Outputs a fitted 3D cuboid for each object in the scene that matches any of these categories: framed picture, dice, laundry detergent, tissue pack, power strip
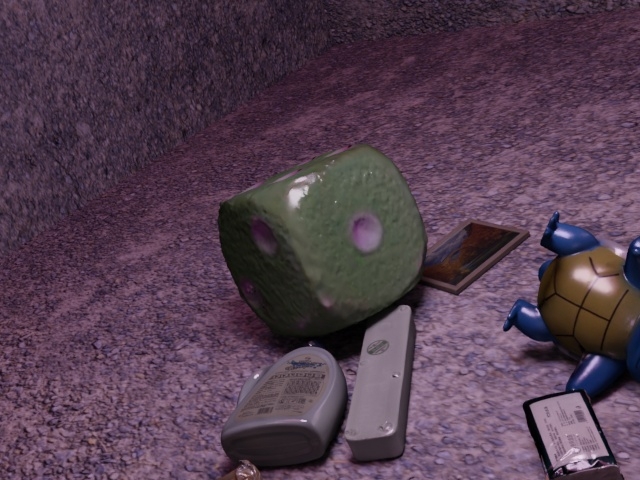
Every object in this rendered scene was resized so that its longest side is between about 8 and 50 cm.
[{"bbox_3d":[0.318,0.030,1.779,0.250,0.016,0.184,-34,29,-27],"label":"framed picture"},{"bbox_3d":[0.000,0.000,1.659,0.322,0.318,0.330,-29,11,-34],"label":"dice"},{"bbox_3d":[-0.054,0.276,1.459,0.215,0.105,0.280,-12,27,19],"label":"laundry detergent"},{"bbox_3d":[0.359,0.297,1.137,0.103,0.090,0.170,-16,24,9],"label":"tissue pack"},{"bbox_3d":[0.118,0.240,1.456,0.091,0.062,0.385,-12,27,18],"label":"power strip"}]

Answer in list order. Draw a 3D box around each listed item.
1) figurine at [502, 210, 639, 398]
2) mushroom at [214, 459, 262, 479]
[{"bbox_3d":[0.451,0.113,1.324,0.297,0.243,0.416,-64,22,10],"label":"figurine"},{"bbox_3d":[-0.187,0.436,1.275,0.223,0.081,0.092,-32,10,-28],"label":"mushroom"}]
